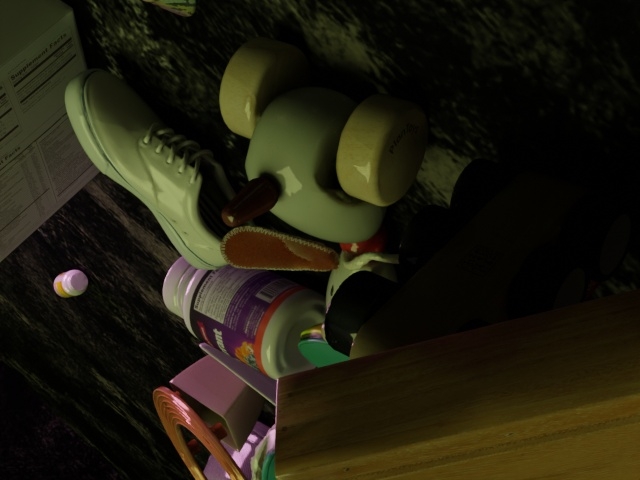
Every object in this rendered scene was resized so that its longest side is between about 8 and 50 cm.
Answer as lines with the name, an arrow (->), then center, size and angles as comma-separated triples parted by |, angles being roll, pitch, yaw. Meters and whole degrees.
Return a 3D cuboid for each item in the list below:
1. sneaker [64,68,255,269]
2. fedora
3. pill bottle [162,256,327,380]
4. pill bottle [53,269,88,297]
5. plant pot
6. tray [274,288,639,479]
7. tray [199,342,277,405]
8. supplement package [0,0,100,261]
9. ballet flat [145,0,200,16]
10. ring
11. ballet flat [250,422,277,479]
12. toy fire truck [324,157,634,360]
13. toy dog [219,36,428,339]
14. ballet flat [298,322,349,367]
sneaker -> -0.152, -0.079, 1.044 | 0.091, 0.094, 0.258 | -15, 126, 40
fedora -> -0.117, 0.403, 1.692 | 0.244, 0.124, 0.275 | 51, 154, -16
pill bottle -> -0.089, 0.080, 1.158 | 0.193, 0.108, 0.108 | 22, 148, 37
pill bottle -> -0.415, 0.072, 1.689 | 0.043, 0.043, 0.083 | 49, 155, -15
plant pot -> -0.138, 0.222, 1.468 | 0.109, 0.096, 0.109 | 27, 151, 27
tray -> 0.203, 0.116, 0.547 | 0.410, 0.076, 0.203 | -15, 130, 14
tray -> -0.028, 0.210, 1.322 | 0.270, 0.030, 0.145 | 35, 179, 18
supplement package -> -0.383, -0.152, 1.105 | 0.199, 0.198, 0.263 | 34, 154, 17
ballet flat -> -0.149, -0.245, 0.764 | 0.077, 0.079, 0.221 | 29, 152, 24
ring -> -0.127, 0.340, 1.415 | 0.336, 0.032, 0.337 | 46, 157, 26
ballet flat -> -0.014, 0.371, 1.505 | 0.147, 0.147, 0.409 | 21, 147, 38
toy fire truck -> 0.107, 0.091, 0.733 | 0.158, 0.217, 0.246 | 22, 139, 35
toy dog -> 0.000, 0.000, 0.842 | 0.220, 0.161, 0.334 | 13, 143, 46
ballet flat -> 0.073, 0.110, 1.010 | 0.231, 0.077, 0.077 | 9, 140, 51
